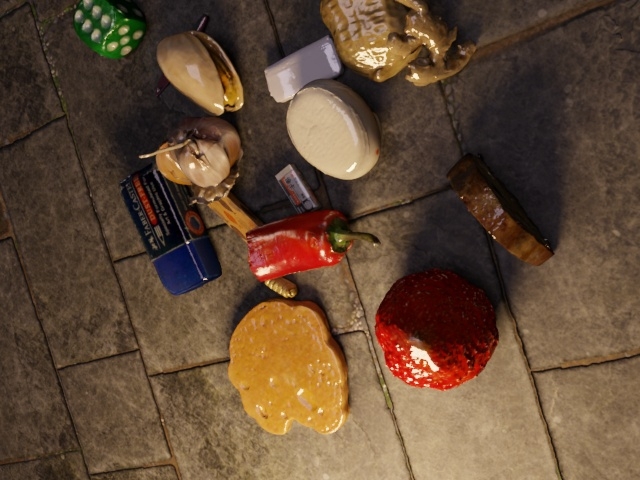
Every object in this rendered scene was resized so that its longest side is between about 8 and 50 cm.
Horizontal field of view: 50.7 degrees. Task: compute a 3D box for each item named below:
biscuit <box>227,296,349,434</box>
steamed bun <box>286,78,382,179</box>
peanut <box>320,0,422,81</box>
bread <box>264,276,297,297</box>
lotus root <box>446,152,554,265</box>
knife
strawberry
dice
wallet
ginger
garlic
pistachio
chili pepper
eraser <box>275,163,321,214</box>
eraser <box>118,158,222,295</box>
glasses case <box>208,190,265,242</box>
[{"bbox_3d":[-0.080,0.314,1.636,0.312,0.057,0.351,-30,84,26],"label":"biscuit"},{"bbox_3d":[0.039,-0.239,1.452,0.228,0.131,0.177,48,124,9],"label":"steamed bun"},{"bbox_3d":[0.110,-0.447,1.392,0.197,0.110,0.233,-18,92,9],"label":"peanut"},{"bbox_3d":[-0.096,0.110,1.615,0.088,0.049,0.033,27,116,16],"label":"bread"},{"bbox_3d":[0.350,-0.057,1.328,0.074,0.170,0.260,-41,76,21],"label":"lotus root"},{"bbox_3d":[-0.347,-0.452,1.655,0.035,0.018,0.247,46,114,9],"label":"knife"},{"bbox_3d":[0.225,0.185,1.359,0.257,0.277,0.257,3,98,20],"label":"strawberry"},{"bbox_3d":[-0.520,-0.536,1.664,0.131,0.120,0.128,-43,79,22],"label":"dice"},{"bbox_3d":[-0.040,-0.380,1.520,0.190,0.033,0.095,-22,87,25],"label":"wallet"},{"bbox_3d":[0.186,-0.409,1.317,0.259,0.065,0.149,42,89,-27],"label":"ginger"},{"bbox_3d":[-0.293,-0.170,1.553,0.207,0.256,0.207,10,117,20],"label":"garlic"},{"bbox_3d":[-0.277,-0.386,1.564,0.157,0.157,0.229,-44,84,24],"label":"pistachio"},{"bbox_3d":[0.001,-0.004,1.506,0.338,0.131,0.134,-15,77,29],"label":"chili pepper"},{"bbox_3d":[-0.052,-0.115,1.569,0.052,0.029,0.122,-36,83,25],"label":"eraser"},{"bbox_3d":[-0.378,-0.032,1.691,0.155,0.101,0.332,-26,86,26],"label":"eraser"},{"bbox_3d":[-0.204,-0.066,1.641,0.170,0.041,0.064,43,124,12],"label":"glasses case"}]
